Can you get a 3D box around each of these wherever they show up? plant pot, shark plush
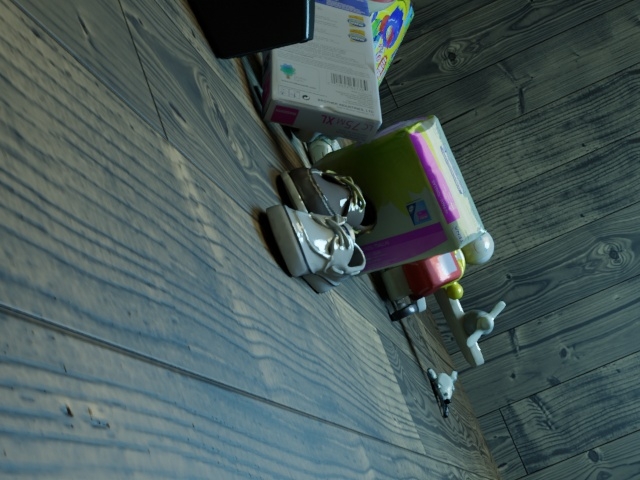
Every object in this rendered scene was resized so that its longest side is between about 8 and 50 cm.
[{"bbox_3d":[-0.094,-0.352,1.409,0.187,0.188,0.167,-75,154,-79],"label":"plant pot"},{"bbox_3d":[0.304,0.372,2.388,0.161,0.073,0.067,-111,-156,-58],"label":"shark plush"}]

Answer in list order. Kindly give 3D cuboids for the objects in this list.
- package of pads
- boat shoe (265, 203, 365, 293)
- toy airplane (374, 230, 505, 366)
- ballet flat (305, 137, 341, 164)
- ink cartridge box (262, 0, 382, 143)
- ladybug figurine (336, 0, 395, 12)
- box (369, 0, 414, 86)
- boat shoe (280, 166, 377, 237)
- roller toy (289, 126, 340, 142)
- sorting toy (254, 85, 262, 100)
[{"bbox_3d":[0.120,-0.075,1.713,0.296,0.101,0.229,-19,-83,53],"label":"package of pads"},{"bbox_3d":[0.000,0.000,1.253,0.258,0.084,0.095,39,28,-75],"label":"boat shoe"},{"bbox_3d":[0.272,0.056,2.291,0.384,0.272,0.386,-107,170,-47],"label":"toy airplane"},{"bbox_3d":[0.018,-0.141,1.943,0.188,0.070,0.070,62,7,-2],"label":"ballet flat"},{"bbox_3d":[-0.003,-0.306,1.642,0.065,0.185,0.311,121,-26,-49],"label":"ink cartridge box"},{"bbox_3d":[0.008,-0.590,1.787,0.449,0.162,0.305,26,54,-27],"label":"ladybug figurine"},{"bbox_3d":[0.047,-0.442,2.096,0.177,0.279,0.290,26,-2,14],"label":"box"},{"bbox_3d":[0.020,-0.057,1.532,0.324,0.096,0.117,39,28,-74],"label":"boat shoe"},{"bbox_3d":[0.005,-0.279,1.800,0.209,0.146,0.191,99,-24,-45],"label":"roller toy"},{"bbox_3d":[-0.086,-0.227,1.650,0.083,0.012,0.062,-10,76,-82],"label":"sorting toy"}]
